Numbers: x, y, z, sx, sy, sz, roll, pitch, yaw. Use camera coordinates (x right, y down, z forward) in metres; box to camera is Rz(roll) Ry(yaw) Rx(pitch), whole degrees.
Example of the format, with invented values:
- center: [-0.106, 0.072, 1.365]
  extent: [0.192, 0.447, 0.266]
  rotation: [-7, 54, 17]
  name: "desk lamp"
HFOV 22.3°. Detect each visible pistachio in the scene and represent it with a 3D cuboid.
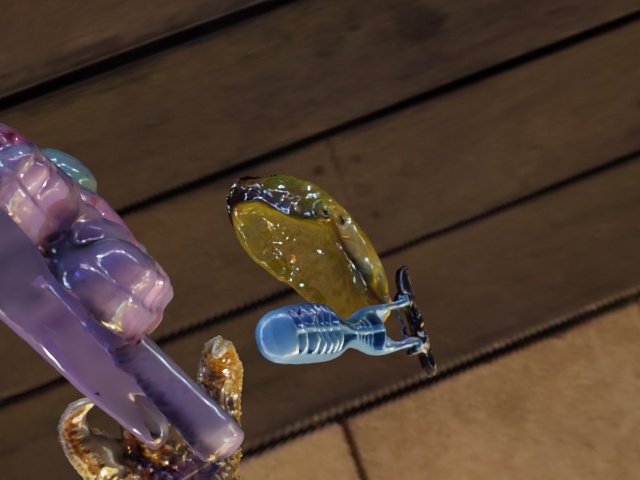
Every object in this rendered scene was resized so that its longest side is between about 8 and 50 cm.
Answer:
- center: [0.000, 0.000, 1.291]
  extent: [0.173, 0.089, 0.049]
  rotation: [38, 44, 19]
  name: "pistachio"

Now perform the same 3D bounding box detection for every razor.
- center: [0.018, 0.059, 1.052]
  extent: [0.042, 0.253, 0.082]
  rotation: [-19, 83, 18]
  name: "razor"

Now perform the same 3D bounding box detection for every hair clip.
- center: [-0.136, -0.021, 0.580]
  extent: [0.278, 0.137, 0.090]
  rotation: [31, 80, -6]
  name: "hair clip"

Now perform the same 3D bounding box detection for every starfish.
- center: [-0.098, 0.187, 1.188]
  extent: [0.238, 0.071, 0.216]
  rotation: [42, 75, -22]
  name: "starfish"
